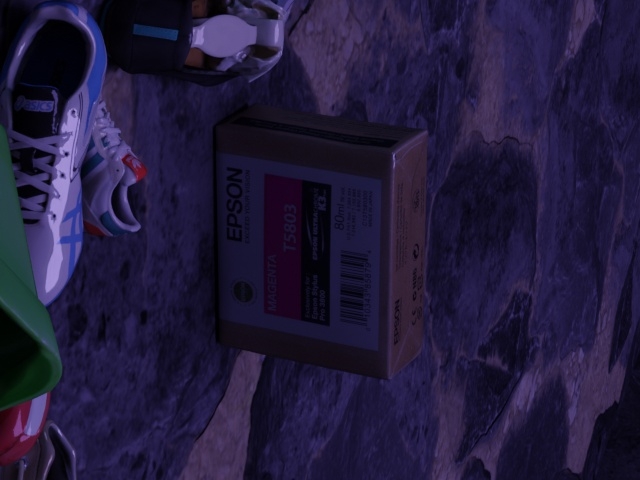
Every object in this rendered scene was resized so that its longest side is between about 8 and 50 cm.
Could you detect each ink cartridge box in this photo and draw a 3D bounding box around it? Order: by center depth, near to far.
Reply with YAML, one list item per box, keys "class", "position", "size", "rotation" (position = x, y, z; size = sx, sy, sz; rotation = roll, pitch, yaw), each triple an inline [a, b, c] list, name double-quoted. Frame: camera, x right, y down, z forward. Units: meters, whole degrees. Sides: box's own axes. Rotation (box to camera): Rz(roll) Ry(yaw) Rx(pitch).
- class: "ink cartridge box"
  position: [0.000, 0.000, 1.764]
  size: [0.088, 0.193, 0.234]
  rotation: [-37, 131, -58]

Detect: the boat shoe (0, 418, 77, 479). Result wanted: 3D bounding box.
- class: "boat shoe"
  position: [-0.201, 0.276, 1.321]
  size: [0.113, 0.103, 0.302]
  rotation: [8, 63, -75]

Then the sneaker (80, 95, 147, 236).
- class: "sneaker"
  position: [-0.173, -0.078, 1.463]
  size: [0.057, 0.075, 0.161]
  rotation: [-38, 133, -60]

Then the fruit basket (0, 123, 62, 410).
- class: "fruit basket"
  position: [-0.322, 0.019, 0.822]
  size: [0.392, 0.283, 0.392]
  rotation: [53, 27, -42]

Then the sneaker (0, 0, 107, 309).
- class: "sneaker"
  position: [-0.212, -0.065, 1.355]
  size: [0.086, 0.085, 0.237]
  rotation: [53, 42, -76]

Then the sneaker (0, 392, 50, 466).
- class: "sneaker"
  position: [-0.261, 0.043, 1.245]
  size: [0.128, 0.087, 0.221]
  rotation: [32, 35, -55]

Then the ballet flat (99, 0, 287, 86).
- class: "ballet flat"
  position: [-0.090, -0.177, 1.605]
  size: [0.280, 0.096, 0.095]
  rotation: [-24, 120, -65]

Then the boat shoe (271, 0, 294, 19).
- class: "boat shoe"
  position: [-0.045, -0.228, 1.791]
  size: [0.035, 0.035, 0.100]
  rotation: [116, -8, -60]
